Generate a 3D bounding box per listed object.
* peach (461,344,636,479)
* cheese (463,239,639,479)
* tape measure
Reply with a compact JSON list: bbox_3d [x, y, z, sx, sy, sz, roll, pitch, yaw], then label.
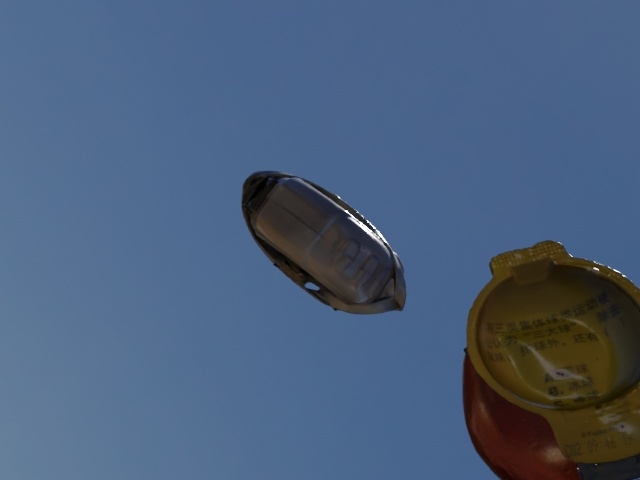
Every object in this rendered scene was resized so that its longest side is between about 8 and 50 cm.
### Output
[{"bbox_3d":[0.298,0.211,2.376,0.274,0.245,0.248,32,-30,9],"label":"peach"},{"bbox_3d":[0.228,0.116,1.650,0.270,0.177,0.069,63,24,-23],"label":"cheese"},{"bbox_3d":[0.000,0.000,2.261,0.236,0.120,0.197,36,-4,34],"label":"tape measure"}]
